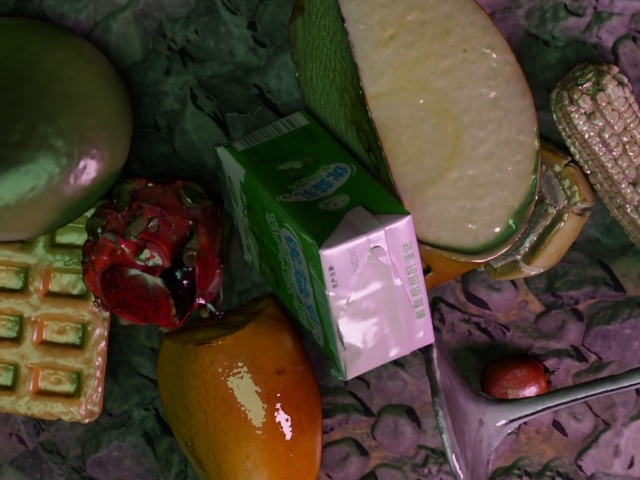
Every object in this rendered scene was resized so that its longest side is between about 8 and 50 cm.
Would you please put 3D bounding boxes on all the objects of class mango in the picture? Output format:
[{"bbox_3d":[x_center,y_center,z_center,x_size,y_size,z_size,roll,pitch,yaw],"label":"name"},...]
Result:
[{"bbox_3d":[-0.078,0.204,1.946,0.187,0.138,0.257,-15,101,28],"label":"mango"}]

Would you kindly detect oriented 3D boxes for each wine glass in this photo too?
[{"bbox_3d":[0.319,0.130,1.751,0.406,0.267,0.267,-15,107,10],"label":"wine glass"}]

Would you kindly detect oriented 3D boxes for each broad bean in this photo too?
[{"bbox_3d":[-0.338,-0.118,1.865,0.291,0.119,0.238,3,81,8],"label":"broad bean"}]

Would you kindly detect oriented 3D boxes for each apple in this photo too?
[{"bbox_3d":[0.081,-0.125,1.764,0.254,0.179,0.346,-18,95,24],"label":"apple"}]

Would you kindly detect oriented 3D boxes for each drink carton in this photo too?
[{"bbox_3d":[0.000,0.000,1.768,0.108,0.271,0.161,-22,124,-14],"label":"drink carton"}]

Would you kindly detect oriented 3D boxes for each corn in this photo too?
[{"bbox_3d":[0.303,-0.083,1.799,0.087,0.087,0.211,-25,110,18],"label":"corn"}]

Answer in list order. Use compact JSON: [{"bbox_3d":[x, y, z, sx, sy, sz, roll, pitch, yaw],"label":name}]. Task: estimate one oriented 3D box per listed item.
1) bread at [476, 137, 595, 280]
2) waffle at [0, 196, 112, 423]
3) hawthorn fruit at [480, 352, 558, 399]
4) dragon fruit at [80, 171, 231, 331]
[{"bbox_3d":[0.207,-0.029,1.830,0.117,0.064,0.156,37,112,21],"label":"bread"},{"bbox_3d":[-0.335,0.064,1.936,0.221,0.055,0.248,7,90,0],"label":"waffle"},{"bbox_3d":[0.208,0.154,1.909,0.077,0.077,0.077,4,111,10],"label":"hawthorn fruit"},{"bbox_3d":[-0.162,0.009,1.862,0.166,0.172,0.160,42,131,-14],"label":"dragon fruit"}]
